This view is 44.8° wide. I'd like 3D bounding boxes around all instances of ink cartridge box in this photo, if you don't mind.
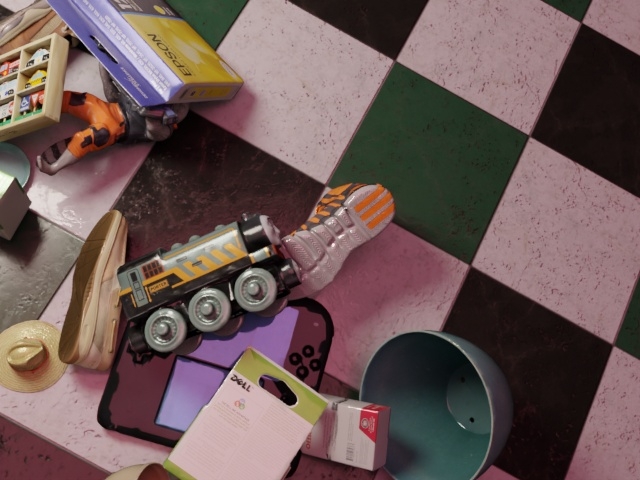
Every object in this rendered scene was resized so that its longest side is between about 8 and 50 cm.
[{"bbox_3d":[-0.337,-0.393,1.524,0.304,0.307,0.072,47,113,8],"label":"ink cartridge box"},{"bbox_3d":[-0.131,0.348,1.395,0.188,0.097,0.255,35,74,-1],"label":"ink cartridge box"},{"bbox_3d":[-0.656,-0.102,1.415,0.212,0.154,0.093,24,72,-1],"label":"ink cartridge box"},{"bbox_3d":[0.046,0.350,1.434,0.150,0.063,0.109,6,93,28],"label":"ink cartridge box"}]

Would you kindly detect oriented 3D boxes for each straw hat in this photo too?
[{"bbox_3d":[-0.537,0.208,1.417,0.144,0.061,0.145,3,72,-10],"label":"straw hat"}]

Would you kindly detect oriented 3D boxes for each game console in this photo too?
[{"bbox_3d":[-0.188,0.236,1.478,0.386,0.060,0.342,17,71,-5],"label":"game console"}]

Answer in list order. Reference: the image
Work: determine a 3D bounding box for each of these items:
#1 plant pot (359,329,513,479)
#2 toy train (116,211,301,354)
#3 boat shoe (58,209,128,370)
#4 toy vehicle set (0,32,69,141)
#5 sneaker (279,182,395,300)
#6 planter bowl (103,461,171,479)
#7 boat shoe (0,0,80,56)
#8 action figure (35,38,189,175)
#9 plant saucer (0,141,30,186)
[{"bbox_3d":[0.245,0.307,1.450,0.195,0.290,0.290,2,69,-47],"label":"plant pot"},{"bbox_3d":[-0.205,0.079,1.393,0.333,0.142,0.190,-24,77,5],"label":"toy train"},{"bbox_3d":[-0.405,0.092,1.463,0.098,0.109,0.302,23,65,-36],"label":"boat shoe"},{"bbox_3d":[-0.586,-0.274,1.463,0.266,0.035,0.166,-10,70,30],"label":"toy vehicle set"},{"bbox_3d":[0.000,0.000,1.538,0.321,0.180,0.125,-33,103,-3],"label":"sneaker"},{"bbox_3d":[-0.338,0.467,1.339,0.109,0.162,0.162,-5,73,15],"label":"planter bowl"},{"bbox_3d":[-0.534,-0.456,1.601,0.324,0.123,0.116,-46,120,-28],"label":"boat shoe"},{"bbox_3d":[-0.425,-0.269,1.564,0.330,0.179,0.341,-14,47,-21],"label":"action figure"},{"bbox_3d":[-0.631,-0.136,1.523,0.119,0.021,0.119,3,74,-10],"label":"plant saucer"}]
